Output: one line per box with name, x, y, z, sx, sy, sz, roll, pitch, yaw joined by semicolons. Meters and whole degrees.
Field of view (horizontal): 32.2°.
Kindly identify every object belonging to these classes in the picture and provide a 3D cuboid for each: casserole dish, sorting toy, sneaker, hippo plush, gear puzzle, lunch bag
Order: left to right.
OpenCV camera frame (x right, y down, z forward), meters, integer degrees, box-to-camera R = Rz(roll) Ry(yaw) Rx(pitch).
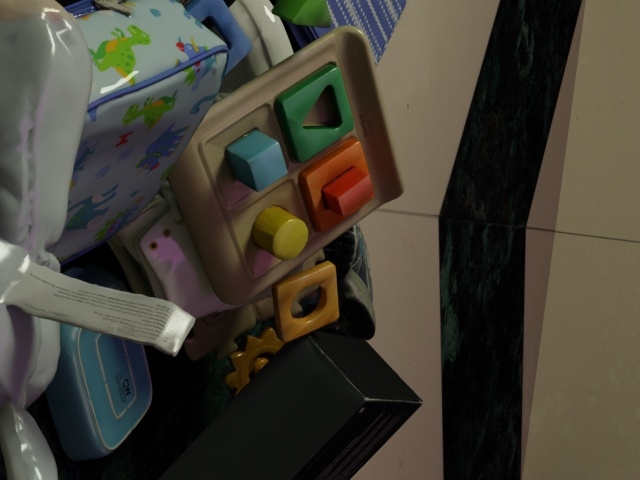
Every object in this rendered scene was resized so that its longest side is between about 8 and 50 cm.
hippo plush;-0.198;0.002;0.599;0.234;0.294;0.236;-62;178;-14
lunch bag;-0.169;-0.068;0.751;0.176;0.090;0.219;-35;168;-46
casserole dish;-0.191;0.109;0.964;0.114;0.037;0.188;-52;144;-49
sneaker;-0.105;-0.060;0.930;0.169;0.108;0.292;-20;119;-33
gear puzzle;-0.085;0.015;1.072;0.175;0.044;0.339;-30;122;-25
sorting toy;-0.018;-0.053;0.906;0.196;0.047;0.347;-33;131;-18
sneaker;0.000;0.000;1.327;0.283;0.110;0.122;76;14;-47

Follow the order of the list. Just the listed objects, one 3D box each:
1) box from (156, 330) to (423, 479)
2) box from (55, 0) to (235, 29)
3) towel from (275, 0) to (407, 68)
box;-0.042;0.217;1.103;0.261;0.103;0.184;-47;160;8
box;-0.135;-0.245;0.688;0.318;0.097;0.395;-46;165;17
towel;0.042;-0.350;1.313;0.336;0.040;0.243;-64;143;-29
